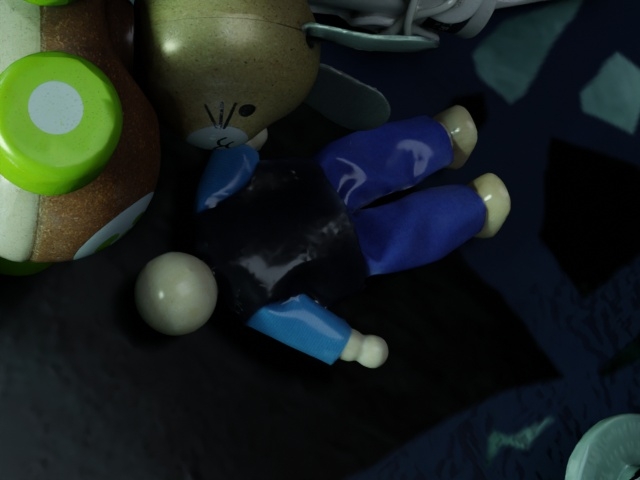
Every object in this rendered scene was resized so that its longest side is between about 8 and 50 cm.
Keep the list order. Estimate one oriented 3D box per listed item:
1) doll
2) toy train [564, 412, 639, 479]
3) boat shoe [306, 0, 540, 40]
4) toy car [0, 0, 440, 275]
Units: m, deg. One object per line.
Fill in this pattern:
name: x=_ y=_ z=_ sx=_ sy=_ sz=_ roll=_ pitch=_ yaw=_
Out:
doll: x=0.000 y=0.000 z=0.916 sx=0.189 sy=0.046 sz=0.129 roll=-21 pitch=82 yaw=-29
toy train: x=0.257 y=0.131 z=0.960 sx=0.334 sy=0.142 sz=0.190 roll=-30 pitch=101 yaw=-31
boat shoe: x=0.051 y=-0.136 z=0.960 sx=0.267 sy=0.096 sz=0.088 roll=-14 pitch=77 yaw=-37
toy car: x=-0.051 y=-0.063 z=0.830 sx=0.188 sy=0.155 sz=0.149 roll=1 pitch=74 yaw=-14
